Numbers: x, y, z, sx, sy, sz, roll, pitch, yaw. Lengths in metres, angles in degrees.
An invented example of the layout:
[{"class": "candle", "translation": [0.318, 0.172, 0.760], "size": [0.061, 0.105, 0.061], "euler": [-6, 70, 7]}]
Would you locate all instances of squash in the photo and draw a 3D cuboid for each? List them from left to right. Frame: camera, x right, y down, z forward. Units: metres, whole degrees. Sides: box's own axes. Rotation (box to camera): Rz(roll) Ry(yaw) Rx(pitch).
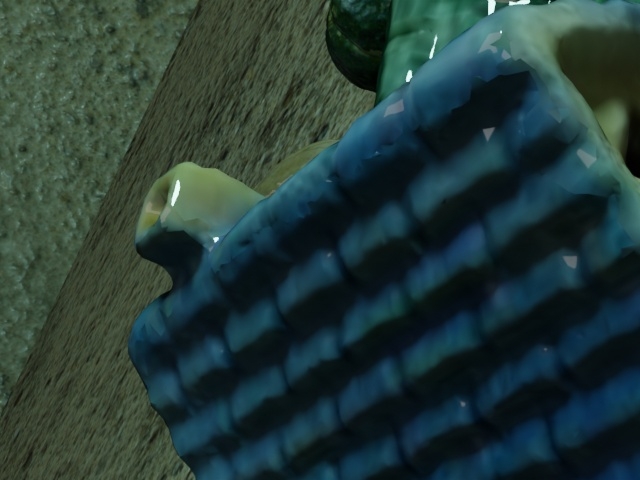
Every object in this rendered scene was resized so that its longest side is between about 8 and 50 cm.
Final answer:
[{"class": "squash", "translation": [0.093, -0.270, 1.435], "size": [0.252, 0.165, 0.252], "euler": [-175, 90, -88]}]

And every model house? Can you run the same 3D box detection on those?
[{"class": "model house", "translation": [0.147, -0.029, 0.714], "size": [0.395, 0.400, 0.445], "euler": [-41, 28, 52]}]

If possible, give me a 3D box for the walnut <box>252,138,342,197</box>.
[{"class": "walnut", "translation": [-0.002, -0.001, 1.396], "size": [0.230, 0.178, 0.178], "euler": [-51, 22, 17]}]
